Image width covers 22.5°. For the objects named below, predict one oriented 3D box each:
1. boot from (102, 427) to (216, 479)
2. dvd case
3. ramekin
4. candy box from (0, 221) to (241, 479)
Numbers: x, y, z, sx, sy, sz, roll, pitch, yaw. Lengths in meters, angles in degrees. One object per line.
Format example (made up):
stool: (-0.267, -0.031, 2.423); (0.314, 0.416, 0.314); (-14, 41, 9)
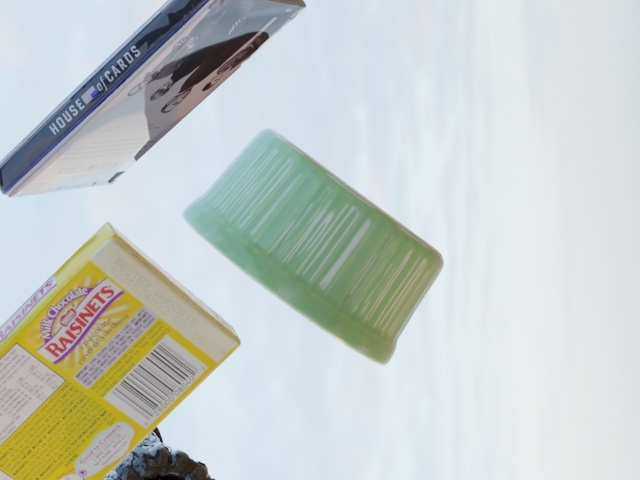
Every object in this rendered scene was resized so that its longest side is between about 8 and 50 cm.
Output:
boot: (-0.156, 0.317, 1.367); (0.260, 0.131, 0.348); (-158, 59, -69)
dvd case: (-0.133, -0.122, 1.277); (0.029, 0.238, 0.179); (53, -161, 8)
ramekin: (0.000, 0.000, 1.904); (0.148, 0.303, 0.303); (-53, -14, 2)
candy box: (-0.152, 0.094, 0.891); (0.105, 0.206, 0.027); (43, -174, -28)
